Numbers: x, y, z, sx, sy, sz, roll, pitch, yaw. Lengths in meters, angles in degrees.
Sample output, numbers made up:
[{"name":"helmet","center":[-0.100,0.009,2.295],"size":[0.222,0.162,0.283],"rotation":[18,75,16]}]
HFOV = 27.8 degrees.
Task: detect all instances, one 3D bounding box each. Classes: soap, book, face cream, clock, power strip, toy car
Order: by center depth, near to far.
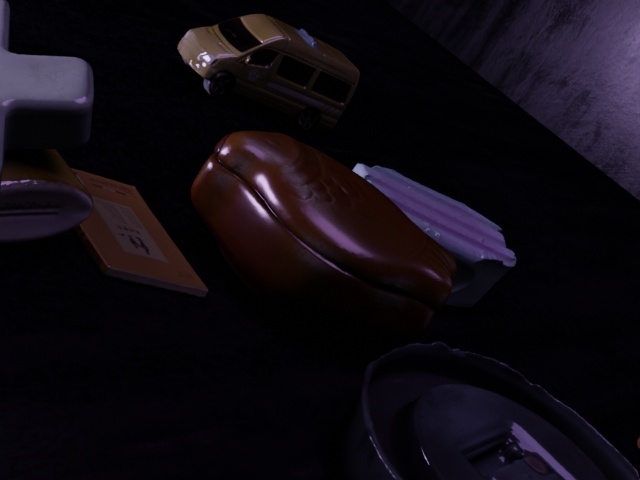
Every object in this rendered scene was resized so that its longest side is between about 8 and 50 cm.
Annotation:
[{"name":"power strip","center":[-0.280,-0.113,1.034],"size":[0.194,0.059,0.265],"rotation":[0,42,-12]},{"name":"clock","center":[0.160,0.217,1.089],"size":[0.325,0.067,0.325],"rotation":[27,25,-14]},{"name":"face cream","center":[-0.319,-0.107,1.122],"size":[0.139,0.067,0.285],"rotation":[-2,39,-44]},{"name":"book","center":[-0.186,-0.012,1.204],"size":[0.118,0.012,0.172],"rotation":[16,26,-44]},{"name":"soap","center":[0.123,0.001,1.575],"size":[0.231,0.091,0.145],"rotation":[26,23,-25]},{"name":"toy car","center":[-0.070,-0.245,1.802],"size":[0.257,0.124,0.101],"rotation":[19,23,-41]}]

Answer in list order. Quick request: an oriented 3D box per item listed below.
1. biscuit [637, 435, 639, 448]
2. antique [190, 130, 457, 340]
[{"name":"biscuit","center":[0.478,0.321,1.444],"size":[0.202,0.047,0.334],"rotation":[19,23,-38]},{"name":"antique","center":[0.000,0.000,1.303],"size":[0.278,0.129,0.223],"rotation":[32,18,-5]}]
